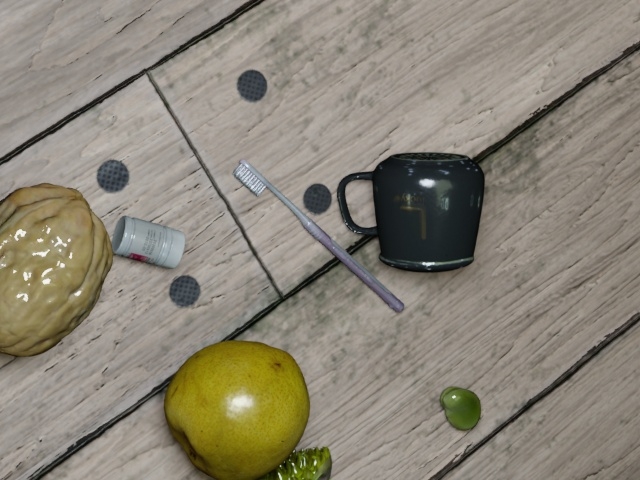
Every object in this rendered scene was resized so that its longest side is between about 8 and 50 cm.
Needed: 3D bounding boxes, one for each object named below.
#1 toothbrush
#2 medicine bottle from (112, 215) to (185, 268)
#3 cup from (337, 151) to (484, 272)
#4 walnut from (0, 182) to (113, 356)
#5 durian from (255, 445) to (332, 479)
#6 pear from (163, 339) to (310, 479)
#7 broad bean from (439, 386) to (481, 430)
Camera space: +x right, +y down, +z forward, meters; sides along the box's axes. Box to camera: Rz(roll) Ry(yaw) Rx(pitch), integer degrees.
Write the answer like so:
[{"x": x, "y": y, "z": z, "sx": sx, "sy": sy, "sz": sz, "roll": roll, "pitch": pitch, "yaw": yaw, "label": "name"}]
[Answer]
[{"x": 0.000, "y": 0.000, "z": 1.980, "sx": 0.354, "sy": 0.024, "sz": 0.029, "roll": 42, "pitch": 83, "yaw": -20, "label": "toothbrush"}, {"x": -0.245, "y": 0.003, "z": 1.853, "sx": 0.091, "sy": 0.058, "sz": 0.058, "roll": 16, "pitch": 88, "yaw": -24, "label": "medicine bottle"}, {"x": 0.137, "y": -0.044, "z": 1.978, "sx": 0.223, "sy": 0.169, "sz": 0.176, "roll": 1, "pitch": 103, "yaw": 11, "label": "cup"}, {"x": -0.383, "y": 0.041, "z": 1.723, "sx": 0.198, "sy": 0.198, "sz": 0.245, "roll": 41, "pitch": 82, "yaw": -21, "label": "walnut"}, {"x": -0.090, "y": 0.449, "z": 1.907, "sx": 0.169, "sy": 0.157, "sz": 0.355, "roll": 39, "pitch": 78, "yaw": -38, "label": "durian"}, {"x": -0.112, "y": 0.237, "z": 1.850, "sx": 0.209, "sy": 0.209, "sz": 0.209, "roll": -2, "pitch": 95, "yaw": -24, "label": "pear"}, {"x": 0.227, "y": 0.267, "z": 2.090, "sx": 0.063, "sy": 0.045, "sz": 0.083, "roll": -45, "pitch": 117, "yaw": -13, "label": "broad bean"}]
